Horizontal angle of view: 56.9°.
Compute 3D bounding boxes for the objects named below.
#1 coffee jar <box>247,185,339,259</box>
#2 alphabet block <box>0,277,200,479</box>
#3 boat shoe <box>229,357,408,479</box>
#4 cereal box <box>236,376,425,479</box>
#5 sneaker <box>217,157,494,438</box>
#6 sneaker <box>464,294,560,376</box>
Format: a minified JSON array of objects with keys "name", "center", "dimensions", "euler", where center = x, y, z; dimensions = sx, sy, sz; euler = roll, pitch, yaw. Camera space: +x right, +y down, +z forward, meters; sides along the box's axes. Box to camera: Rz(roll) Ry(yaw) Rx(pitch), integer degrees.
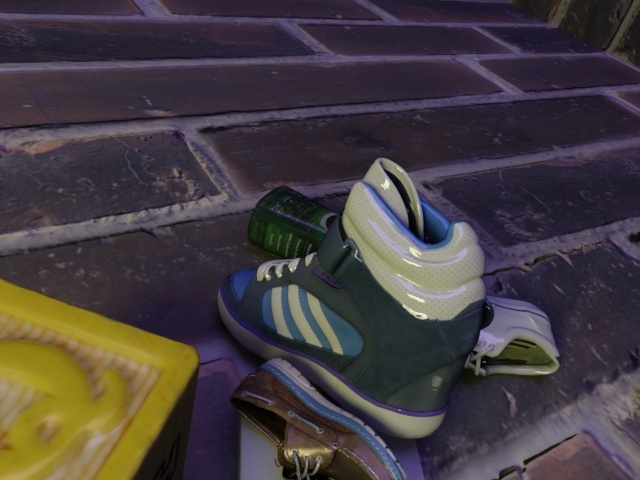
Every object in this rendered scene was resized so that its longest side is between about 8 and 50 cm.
[{"name":"coffee jar","center":[0.000,0.000,0.801],"dimensions":[0.185,0.079,0.096],"euler":[27,36,17]},{"name":"alphabet block","center":[-0.211,0.172,0.405],"dimensions":[0.193,0.197,0.193],"euler":[17,37,3]},{"name":"boat shoe","center":[-0.007,0.177,0.507],"dimensions":[0.066,0.066,0.183],"euler":[-28,43,-36]},{"name":"cereal box","center":[0.011,0.234,0.527],"dimensions":[0.173,0.047,0.240],"euler":[6,37,-12]},{"name":"sneaker","center":[0.021,0.022,0.600],"dimensions":[0.130,0.236,0.323],"euler":[-8,25,-43]},{"name":"sneaker","center":[0.174,0.111,0.706],"dimensions":[0.258,0.094,0.091],"euler":[5,33,-14]}]
